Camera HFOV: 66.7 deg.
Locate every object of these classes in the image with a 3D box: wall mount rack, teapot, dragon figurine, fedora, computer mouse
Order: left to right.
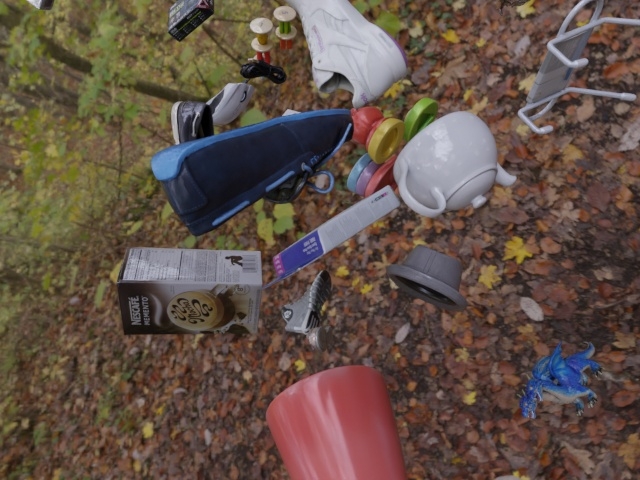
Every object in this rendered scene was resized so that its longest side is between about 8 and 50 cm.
[{"bbox_3d":[-0.160,-0.275,0.947,0.193,0.106,0.042,-33,79,30],"label":"computer mouse"},{"bbox_3d":[0.317,0.094,1.379,0.243,0.275,0.124,22,79,29],"label":"fedora"},{"bbox_3d":[0.298,-0.148,1.092,0.256,0.252,0.187,-35,70,8],"label":"teapot"},{"bbox_3d":[0.538,0.288,1.089,0.144,0.289,0.085,31,142,13],"label":"dragon figurine"},{"bbox_3d":[0.638,-0.399,1.147,0.131,0.304,0.350,58,166,28],"label":"wall mount rack"}]

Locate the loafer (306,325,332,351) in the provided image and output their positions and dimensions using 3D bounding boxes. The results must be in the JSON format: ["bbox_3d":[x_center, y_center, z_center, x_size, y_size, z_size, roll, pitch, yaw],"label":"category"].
[{"bbox_3d":[-0.007,0.177,0.878,0.039,0.125,0.045,-5,82,12],"label":"loafer"}]

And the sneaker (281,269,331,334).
[{"bbox_3d":[-0.055,0.182,1.487,0.132,0.086,0.229,-5,43,29],"label":"sneaker"}]

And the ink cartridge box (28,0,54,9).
[{"bbox_3d":[-0.631,-0.604,1.026,0.179,0.045,0.145,39,118,0],"label":"ink cartridge box"}]

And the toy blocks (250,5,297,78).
[{"bbox_3d":[-0.111,-0.472,1.177,0.054,0.123,0.148,46,158,20],"label":"toy blocks"}]

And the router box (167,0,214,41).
[{"bbox_3d":[-0.301,-0.534,1.129,0.122,0.038,0.092,-25,55,27],"label":"router box"}]

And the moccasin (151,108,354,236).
[{"bbox_3d":[-0.072,-0.102,0.662,0.137,0.342,0.117,0,111,45],"label":"moccasin"}]

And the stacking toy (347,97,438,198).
[{"bbox_3d":[0.180,-0.271,1.349,0.130,0.279,0.309,38,152,22],"label":"stacking toy"}]

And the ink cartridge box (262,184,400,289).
[{"bbox_3d":[0.000,0.000,1.258,0.072,0.330,0.324,60,152,0],"label":"ink cartridge box"}]

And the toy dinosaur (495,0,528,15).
[{"bbox_3d":[0.578,-0.812,1.484,0.127,0.295,0.201,20,111,30],"label":"toy dinosaur"}]

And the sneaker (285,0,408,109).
[{"bbox_3d":[0.013,-0.370,0.892,0.152,0.114,0.305,-44,75,4],"label":"sneaker"}]

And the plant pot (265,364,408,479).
[{"bbox_3d":[0.047,0.431,0.991,0.275,0.274,0.243,-49,43,29],"label":"plant pot"}]

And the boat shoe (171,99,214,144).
[{"bbox_3d":[-0.212,-0.144,0.866,0.064,0.075,0.206,-1,107,19],"label":"boat shoe"}]

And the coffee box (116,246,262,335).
[{"bbox_3d":[-0.286,0.116,1.095,0.119,0.296,0.168,-102,17,-49],"label":"coffee box"}]

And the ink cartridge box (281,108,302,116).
[{"bbox_3d":[-0.066,-0.320,1.425,0.135,0.056,0.099,26,72,36],"label":"ink cartridge box"}]
